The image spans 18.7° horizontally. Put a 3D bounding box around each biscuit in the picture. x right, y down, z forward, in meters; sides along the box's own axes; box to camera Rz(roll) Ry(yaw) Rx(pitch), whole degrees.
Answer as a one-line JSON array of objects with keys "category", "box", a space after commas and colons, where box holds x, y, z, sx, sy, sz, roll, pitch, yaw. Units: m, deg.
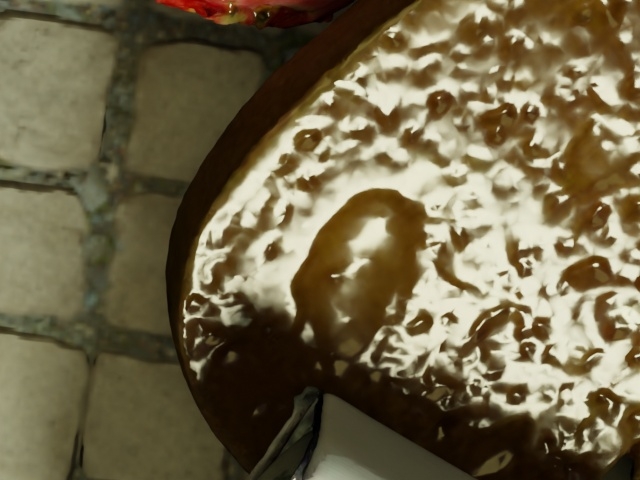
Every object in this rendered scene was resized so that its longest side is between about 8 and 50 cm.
[{"category": "biscuit", "box": [0.110, 0.003, 0.960, 0.367, 0.063, 0.314, -40, 114, 7]}]

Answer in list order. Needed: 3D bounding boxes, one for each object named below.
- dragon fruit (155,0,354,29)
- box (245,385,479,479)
[{"category": "dragon fruit", "box": [-0.029, -0.234, 0.943, 0.205, 0.210, 0.268, 1, 81, -22]}, {"category": "box", "box": [0.097, 0.236, 0.932, 0.369, 0.112, 0.190, 32, 105, -6]}]
